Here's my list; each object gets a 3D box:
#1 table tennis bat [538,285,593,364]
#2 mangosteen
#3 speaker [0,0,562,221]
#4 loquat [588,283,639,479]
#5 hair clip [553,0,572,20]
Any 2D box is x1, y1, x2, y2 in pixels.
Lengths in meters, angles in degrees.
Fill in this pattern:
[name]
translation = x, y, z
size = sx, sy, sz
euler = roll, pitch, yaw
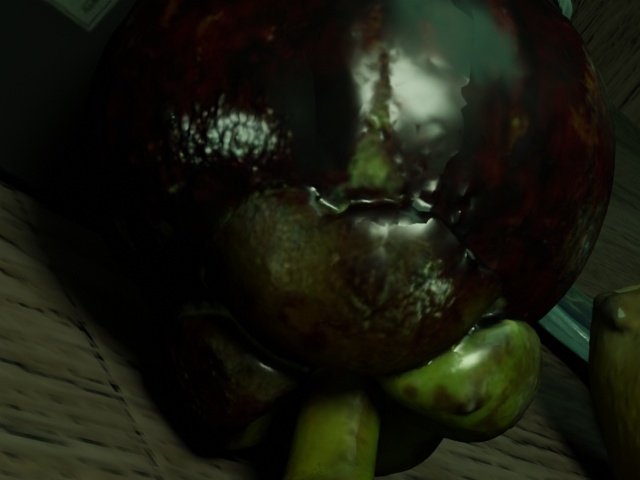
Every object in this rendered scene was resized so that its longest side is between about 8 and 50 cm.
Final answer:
[table tennis bat]
translation = 0.165, 0.067, 1.000
size = 0.149, 0.038, 0.237
euler = 38, 10, -12
[mangosteen]
translation = 0.005, -0.009, 0.540
size = 0.172, 0.184, 0.172
euler = 7, 14, -2
[speaker]
translation = -0.082, -0.139, 0.672
size = 0.254, 0.184, 0.232
euler = 31, 16, -40
[loquat]
translation = 0.202, 0.089, 0.796
size = 0.195, 0.152, 0.152
euler = 50, 15, 9
[hair clip]
translation = 0.005, -0.286, 0.981
size = 0.392, 0.238, 0.318
euler = 5, -23, 36
